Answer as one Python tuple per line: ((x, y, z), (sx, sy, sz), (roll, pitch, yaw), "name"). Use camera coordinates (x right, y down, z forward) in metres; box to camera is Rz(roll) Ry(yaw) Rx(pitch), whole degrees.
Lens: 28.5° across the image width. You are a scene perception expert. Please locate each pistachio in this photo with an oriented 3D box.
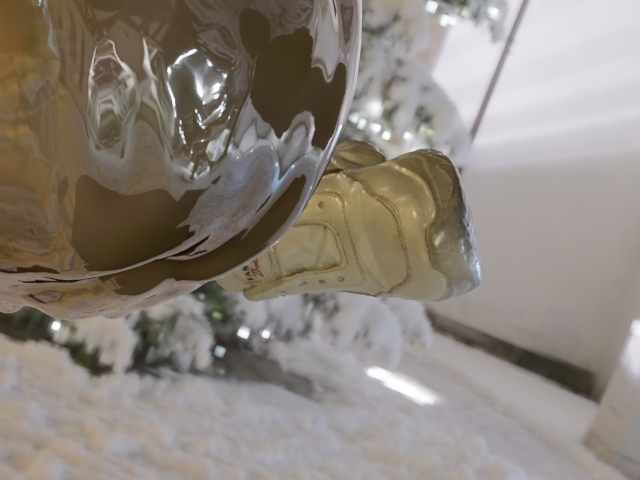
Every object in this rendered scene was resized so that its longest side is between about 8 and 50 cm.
((-0.134, -0.136, 0.609), (0.281, 0.365, 0.445), (-2, 33, -11), "pistachio")

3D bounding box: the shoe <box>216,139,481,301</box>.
((0.000, 0.000, 1.130), (0.210, 0.132, 0.342), (-19, 16, -17), "shoe")
